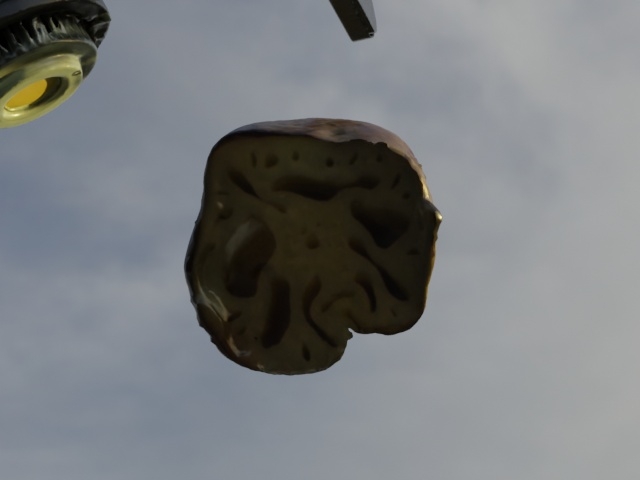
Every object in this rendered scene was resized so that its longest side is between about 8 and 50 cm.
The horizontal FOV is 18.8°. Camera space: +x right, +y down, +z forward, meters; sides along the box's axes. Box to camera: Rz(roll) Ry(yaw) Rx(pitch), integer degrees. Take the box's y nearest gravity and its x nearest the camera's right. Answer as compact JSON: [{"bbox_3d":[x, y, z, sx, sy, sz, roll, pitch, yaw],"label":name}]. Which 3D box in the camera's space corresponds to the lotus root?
[{"bbox_3d":[0.001,0.000,1.532,0.188,0.199,0.180,12,8,5],"label":"lotus root"}]

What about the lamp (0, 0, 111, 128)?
[{"bbox_3d":[-0.332,-0.236,1.823,0.205,0.272,0.374,-24,5,-21],"label":"lamp"}]

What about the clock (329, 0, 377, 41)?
[{"bbox_3d":[0.001,-0.357,1.836,0.049,0.273,0.279,-14,-18,10],"label":"clock"}]
